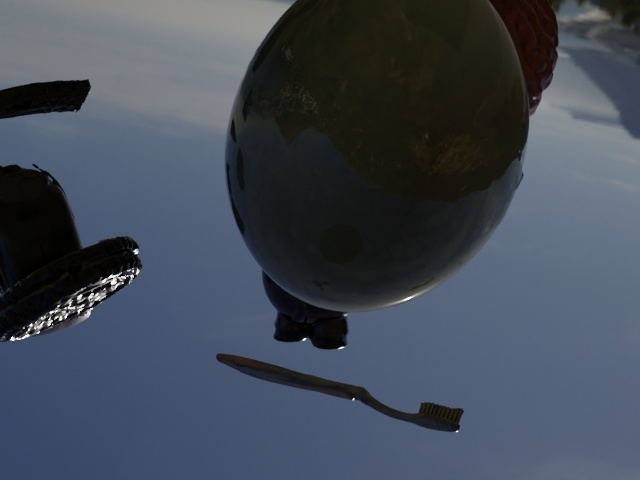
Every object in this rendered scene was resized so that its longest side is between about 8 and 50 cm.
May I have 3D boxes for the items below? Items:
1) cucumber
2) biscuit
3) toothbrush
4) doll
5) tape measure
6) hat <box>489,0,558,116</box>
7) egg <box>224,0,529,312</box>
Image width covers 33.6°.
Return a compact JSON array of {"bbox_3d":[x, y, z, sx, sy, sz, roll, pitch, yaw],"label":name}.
[{"bbox_3d":[-0.283,-0.133,1.010,0.134,0.034,0.033,-12,-161,-34],"label":"cucumber"},{"bbox_3d":[-0.290,0.056,1.207,0.194,0.053,0.194,-29,176,-2],"label":"biscuit"},{"bbox_3d":[0.015,0.201,1.433,0.375,0.028,0.037,11,-125,26],"label":"toothbrush"},{"bbox_3d":[-0.001,0.002,1.303,0.181,0.258,0.117,7,-175,23],"label":"doll"},{"bbox_3d":[-0.375,0.018,1.404,0.135,0.202,0.223,-18,-120,-21],"label":"tape measure"},{"bbox_3d":[0.084,-0.255,1.117,0.285,0.285,0.400,19,168,32],"label":"hat"},{"bbox_3d":[0.041,-0.073,0.782,0.219,0.269,0.219,23,-153,-12],"label":"egg"}]
